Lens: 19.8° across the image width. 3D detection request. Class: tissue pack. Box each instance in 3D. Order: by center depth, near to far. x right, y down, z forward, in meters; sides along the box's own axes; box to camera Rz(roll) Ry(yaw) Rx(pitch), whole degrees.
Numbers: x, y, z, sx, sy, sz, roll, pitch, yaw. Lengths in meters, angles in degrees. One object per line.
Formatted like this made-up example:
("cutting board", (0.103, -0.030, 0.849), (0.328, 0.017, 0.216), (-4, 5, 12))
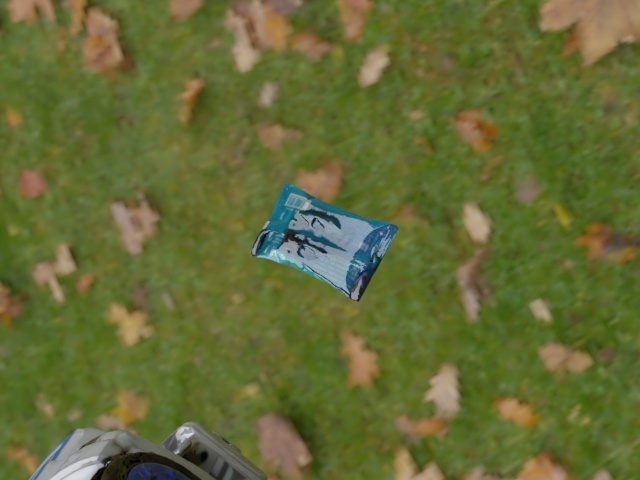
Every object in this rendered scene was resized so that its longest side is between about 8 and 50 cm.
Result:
("tissue pack", (0.000, 0.000, 1.785), (0.138, 0.028, 0.085), (22, 78, 28))

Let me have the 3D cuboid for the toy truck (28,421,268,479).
("toy truck", (-0.058, 0.176, 0.899), (0.213, 0.177, 0.161), (38, 119, -7))
